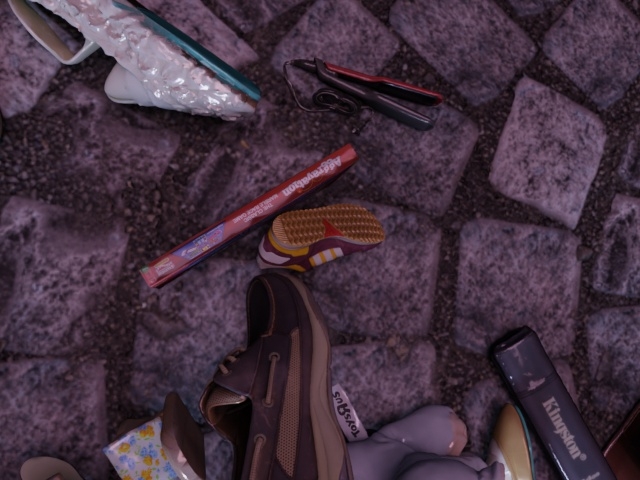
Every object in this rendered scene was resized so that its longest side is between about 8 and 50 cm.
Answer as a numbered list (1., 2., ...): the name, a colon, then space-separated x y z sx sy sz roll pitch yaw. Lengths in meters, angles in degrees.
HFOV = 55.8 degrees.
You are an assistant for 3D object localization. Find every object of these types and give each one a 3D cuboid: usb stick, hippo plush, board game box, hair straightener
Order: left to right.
1. board game box: -0.089 -0.025 0.754 0.281 0.145 0.027 -32 93 -12
2. hair straightener: 0.054 -0.197 0.850 0.231 0.047 0.089 17 81 -9
3. hippo plush: 0.138 0.289 0.702 0.234 0.236 0.294 -36 94 -26
4. usb stick: 0.334 0.254 0.864 0.077 0.045 0.278 -30 91 -13

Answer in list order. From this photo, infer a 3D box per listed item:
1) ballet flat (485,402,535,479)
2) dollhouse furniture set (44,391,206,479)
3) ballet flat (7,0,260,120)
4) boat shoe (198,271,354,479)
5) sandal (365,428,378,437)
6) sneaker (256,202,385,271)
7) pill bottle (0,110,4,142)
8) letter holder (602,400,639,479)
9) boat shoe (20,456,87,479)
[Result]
1. ballet flat: 0.261 0.343 0.826 0.073 0.080 0.232 -12 87 -2
2. dollhouse furniture set: -0.210 0.435 0.595 0.362 0.256 0.394 -31 100 -8
3. ballet flat: -0.262 -0.260 0.768 0.409 0.147 0.147 39 78 -3
4. boat shoe: -0.061 0.164 0.664 0.130 0.355 0.132 7 127 -20
5. sandal: 0.035 0.336 0.803 0.067 0.040 0.179 39 64 -11
6. sneaker: 0.000 0.000 0.816 0.186 0.084 0.069 -2 58 -34
7. pill bottle: -0.440 -0.151 0.656 0.123 0.219 0.122 1 84 -11
8. letter holder: 0.584 0.359 0.853 0.302 0.152 0.214 45 80 -4
9. boat shoe: -0.299 0.307 0.730 0.137 0.043 0.049 28 45 -8
